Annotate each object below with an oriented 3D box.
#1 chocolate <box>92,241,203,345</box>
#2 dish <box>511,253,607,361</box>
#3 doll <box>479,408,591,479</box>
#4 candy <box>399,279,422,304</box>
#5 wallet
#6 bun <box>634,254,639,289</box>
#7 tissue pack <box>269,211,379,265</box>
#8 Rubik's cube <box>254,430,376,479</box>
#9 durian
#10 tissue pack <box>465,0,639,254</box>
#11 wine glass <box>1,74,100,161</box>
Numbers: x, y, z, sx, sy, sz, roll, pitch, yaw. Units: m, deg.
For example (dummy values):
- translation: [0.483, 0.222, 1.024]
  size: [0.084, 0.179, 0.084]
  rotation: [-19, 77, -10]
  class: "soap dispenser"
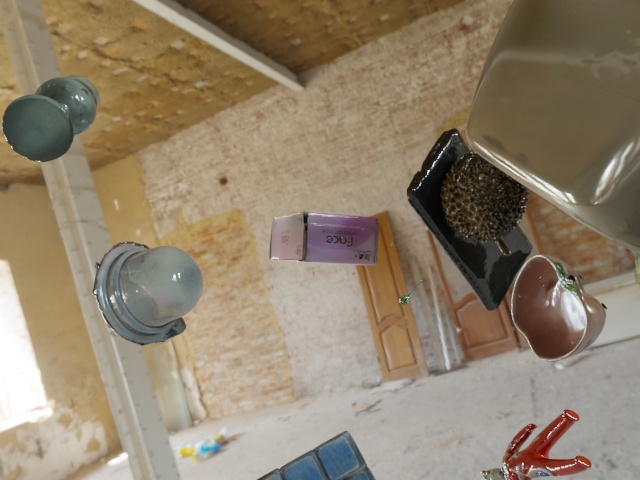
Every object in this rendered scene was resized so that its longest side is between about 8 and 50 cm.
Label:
- translation: [-0.292, 0.090, 1.043]
  size: [0.147, 0.222, 0.221]
  rotation: [-11, 0, 28]
  class: "chocolate"
- translation: [0.483, 0.133, 1.118]
  size: [0.090, 0.214, 0.213]
  rotation: [-1, -9, -19]
  class: "dish"
- translation: [0.562, 0.606, 1.523]
  size: [0.099, 0.189, 0.384]
  rotation: [21, -50, -13]
  class: "doll"
- translation: [0.235, 0.133, 1.459]
  size: [0.083, 0.023, 0.025]
  rotation: [-52, 32, 8]
  class: "candy"
- translation: [0.271, -0.031, 1.016]
  size: [0.170, 0.321, 0.044]
  rotation: [-53, 29, -19]
  class: "wallet"
- translation: [0.611, 0.097, 0.863]
  size: [0.152, 0.260, 0.259]
  rotation: [-26, -5, 10]
  class: "bun"
- translation: [0.000, 0.000, 1.094]
  size: [0.148, 0.093, 0.246]
  rotation: [3, -2, -18]
  class: "tissue pack"
- translation: [0.003, 0.502, 0.910]
  size: [0.256, 0.259, 0.253]
  rotation: [-28, -28, -9]
  class: "Rubik's cube"
- translation: [0.280, -0.067, 0.907]
  size: [0.148, 0.189, 0.091]
  rotation: [-12, -6, -15]
  class: "durian"
- translation: [0.340, -0.111, 0.448]
  size: [0.386, 0.267, 0.277]
  rotation: [17, -65, -25]
  class: "tissue pack"
- translation: [-0.332, -0.163, 0.714]
  size: [0.079, 0.079, 0.195]
  rotation: [-18, 26, -2]
  class: "wine glass"
